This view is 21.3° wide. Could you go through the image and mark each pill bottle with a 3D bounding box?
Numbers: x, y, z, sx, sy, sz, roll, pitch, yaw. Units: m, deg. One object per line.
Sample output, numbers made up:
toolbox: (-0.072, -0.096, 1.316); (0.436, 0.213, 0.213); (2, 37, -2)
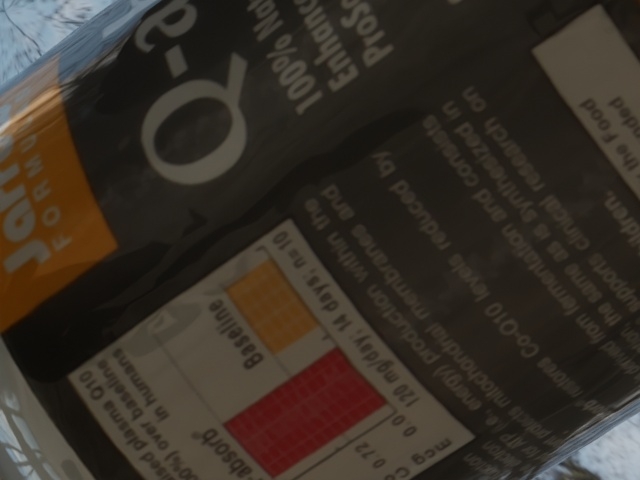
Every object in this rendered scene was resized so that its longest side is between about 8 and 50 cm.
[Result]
pill bottle: (0.000, 0.000, 0.437); (0.278, 0.162, 0.162); (-35, -77, 14)
